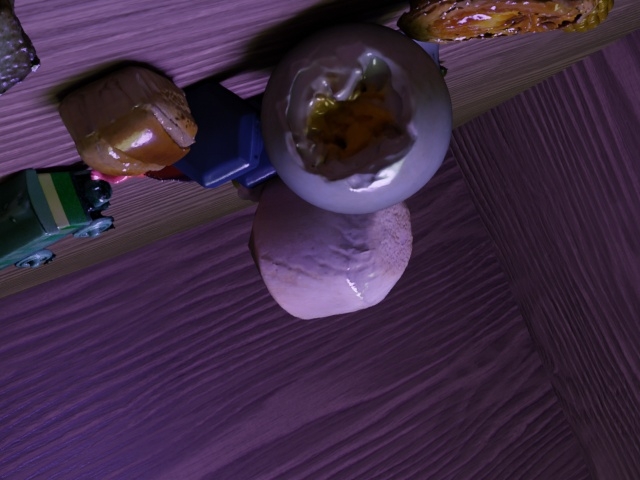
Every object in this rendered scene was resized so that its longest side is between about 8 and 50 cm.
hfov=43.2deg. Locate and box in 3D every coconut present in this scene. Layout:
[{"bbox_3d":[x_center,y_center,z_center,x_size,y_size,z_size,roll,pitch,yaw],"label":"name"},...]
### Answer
[{"bbox_3d":[0.000,0.000,1.511,0.329,0.328,0.329,-23,179,0],"label":"coconut"}]

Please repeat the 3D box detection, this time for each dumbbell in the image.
[{"bbox_3d":[-0.141,-0.164,1.317,0.144,0.160,0.325,-54,175,10],"label":"dumbbell"}]

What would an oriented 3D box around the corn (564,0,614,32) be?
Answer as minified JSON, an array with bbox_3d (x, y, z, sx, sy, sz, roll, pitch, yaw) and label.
[{"bbox_3d":[0.435,-0.418,1.369,0.131,0.131,0.344,-23,180,25],"label":"corn"}]

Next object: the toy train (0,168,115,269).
[{"bbox_3d":[-0.497,-0.028,1.373,0.301,0.120,0.202,-23,176,30],"label":"toy train"}]

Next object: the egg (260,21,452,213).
[{"bbox_3d":[0.055,-0.177,1.203,0.279,0.278,0.336,-23,-179,9],"label":"egg"}]

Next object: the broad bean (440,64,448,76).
[{"bbox_3d":[0.198,-0.358,1.821,0.227,0.039,0.069,-22,173,-17],"label":"broad bean"}]

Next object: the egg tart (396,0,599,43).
[{"bbox_3d":[0.240,-0.347,1.123,0.297,0.132,0.297,-8,-178,0],"label":"egg tart"}]

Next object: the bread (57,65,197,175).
[{"bbox_3d":[-0.239,-0.147,1.051,0.140,0.106,0.236,-25,180,7],"label":"bread"}]

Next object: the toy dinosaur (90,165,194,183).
[{"bbox_3d":[-0.247,-0.124,1.294,0.139,0.070,0.286,15,-166,17],"label":"toy dinosaur"}]

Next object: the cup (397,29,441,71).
[{"bbox_3d":[0.096,-0.253,1.519,0.347,0.163,0.347,-22,179,0],"label":"cup"}]

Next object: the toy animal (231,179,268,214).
[{"bbox_3d":[-0.120,-0.156,1.689,0.180,0.181,0.363,-34,175,33],"label":"toy animal"}]

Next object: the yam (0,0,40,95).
[{"bbox_3d":[-0.326,-0.117,0.549,0.259,0.106,0.106,-21,179,-18],"label":"yam"}]
